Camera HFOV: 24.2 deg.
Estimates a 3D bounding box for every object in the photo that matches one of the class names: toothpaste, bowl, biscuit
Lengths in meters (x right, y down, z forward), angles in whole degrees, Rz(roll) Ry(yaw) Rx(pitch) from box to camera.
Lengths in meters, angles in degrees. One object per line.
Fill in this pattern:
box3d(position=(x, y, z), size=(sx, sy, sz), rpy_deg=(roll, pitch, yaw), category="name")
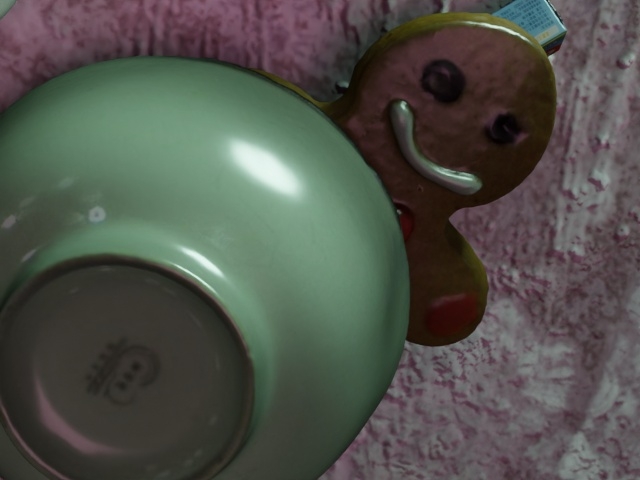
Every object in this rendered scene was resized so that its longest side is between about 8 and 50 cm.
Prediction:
box3d(position=(0.097, -0.122, 1.166), size=(0.193, 0.070, 0.044), rpy_deg=(-31, 81, -3), category="toothpaste")
box3d(position=(-0.117, 0.061, 1.016), size=(0.354, 0.185, 0.354), rpy_deg=(1, 108, 5), category="bowl")
box3d(position=(0.000, 0.001, 1.118), size=(0.432, 0.064, 0.283), rpy_deg=(-41, 110, 17), category="biscuit")

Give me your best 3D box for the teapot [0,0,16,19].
box3d(position=(-0.289, -0.210, 1.001), size=(0.204, 0.139, 0.298), rpy_deg=(3, 105, -16), category="teapot")
